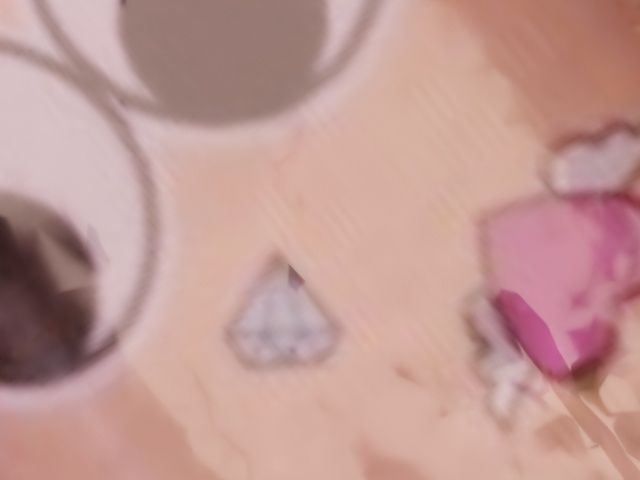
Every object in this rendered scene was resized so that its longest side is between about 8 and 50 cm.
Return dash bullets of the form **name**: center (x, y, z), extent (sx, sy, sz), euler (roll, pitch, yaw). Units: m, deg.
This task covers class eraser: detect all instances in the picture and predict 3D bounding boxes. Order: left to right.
- **eraser**: center (0.000, 0.000, 0.347), extent (0.171, 0.087, 0.290), euler (-35, 91, 14)
